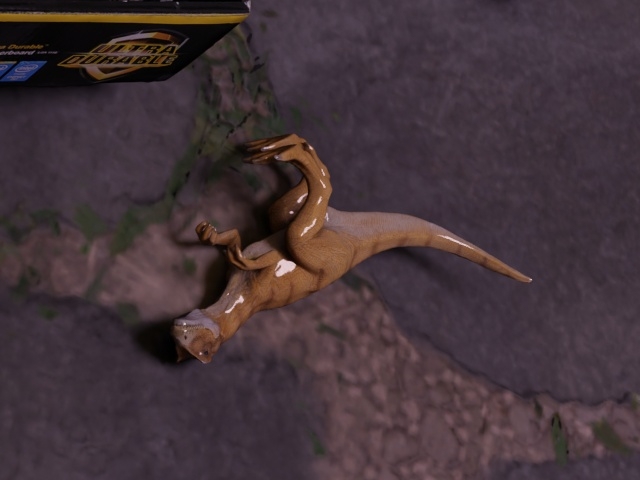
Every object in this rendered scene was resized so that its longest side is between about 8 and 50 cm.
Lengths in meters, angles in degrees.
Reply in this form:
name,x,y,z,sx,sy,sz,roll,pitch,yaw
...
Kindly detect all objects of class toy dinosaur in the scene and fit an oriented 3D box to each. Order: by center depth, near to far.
name,x,y,z,sx,sy,sz,roll,pitch,yaw
toy dinosaur,0.000,0.000,0.849,0.211,0.064,0.112,-21,104,-28

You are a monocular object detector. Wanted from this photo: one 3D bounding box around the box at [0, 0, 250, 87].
name,x,y,z,sx,sy,sz,roll,pitch,yaw
box,-0.195,-0.221,0.726,0.257,0.079,0.322,-7,70,-48
